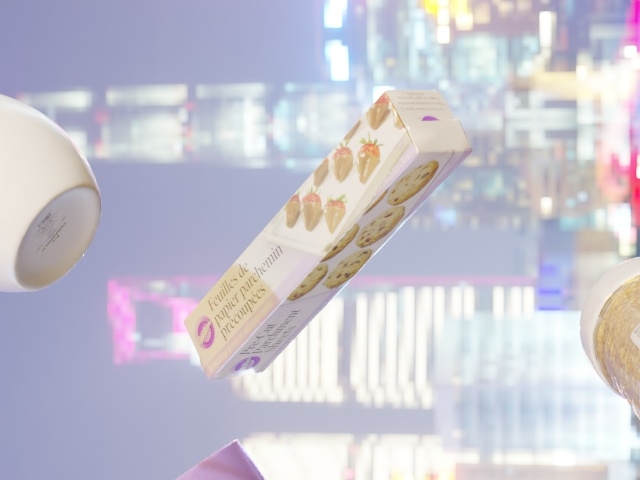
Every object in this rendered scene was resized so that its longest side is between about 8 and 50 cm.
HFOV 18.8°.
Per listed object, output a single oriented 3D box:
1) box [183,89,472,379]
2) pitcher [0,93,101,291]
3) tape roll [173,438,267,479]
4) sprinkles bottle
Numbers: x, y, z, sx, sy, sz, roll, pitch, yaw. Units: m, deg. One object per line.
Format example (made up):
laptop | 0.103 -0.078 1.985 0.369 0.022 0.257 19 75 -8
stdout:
box | 0.000 0.000 1.566 0.067 0.324 0.063 -2 -124 -42
pitcher | -0.268 -0.032 1.317 0.178 0.207 0.125 -52 -25 -12
tape roll | -0.168 0.310 1.899 0.090 0.275 0.275 55 -171 4
sprinkles bottle | 0.293 0.109 1.454 0.355 0.121 0.121 -115 21 -75
